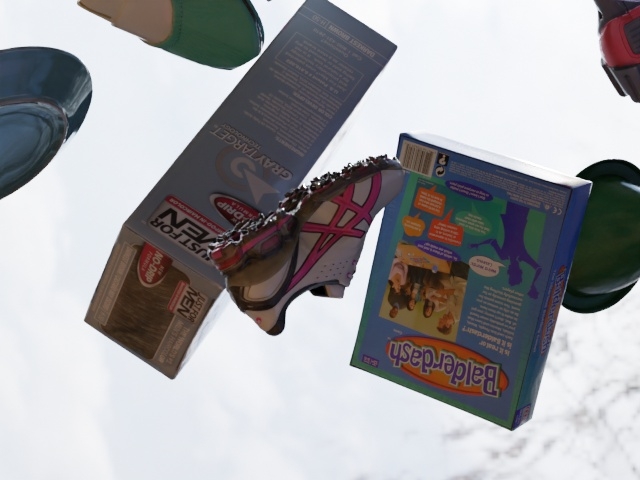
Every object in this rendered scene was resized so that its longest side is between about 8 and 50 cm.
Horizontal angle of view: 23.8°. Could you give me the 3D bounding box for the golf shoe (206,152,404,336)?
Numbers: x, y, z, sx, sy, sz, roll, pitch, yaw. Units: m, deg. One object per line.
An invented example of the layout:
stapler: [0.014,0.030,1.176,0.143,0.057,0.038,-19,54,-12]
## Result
golf shoe: [0.000,0.000,1.123,0.067,0.186,0.086,-15,-74,54]

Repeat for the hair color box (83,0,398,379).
hair color box: [-0.075,-0.060,1.513,0.374,0.113,0.185,-56,178,-38]

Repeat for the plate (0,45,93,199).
plate: [-0.237,-0.064,1.053,0.024,0.188,0.188,56,-34,19]

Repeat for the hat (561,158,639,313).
hat: [0.369,0.004,1.654,0.183,0.173,0.209,24,-80,53]

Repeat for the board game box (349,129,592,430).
board game box: [0.121,0.031,1.253,0.160,0.047,0.210,21,-72,26]

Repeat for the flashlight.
flashlight: [0.276,-0.283,1.494,0.103,0.103,0.304,-1,-51,53]

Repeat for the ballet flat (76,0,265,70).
ballet flat: [-0.144,-0.194,1.012,0.247,0.087,0.083,49,-40,13]
